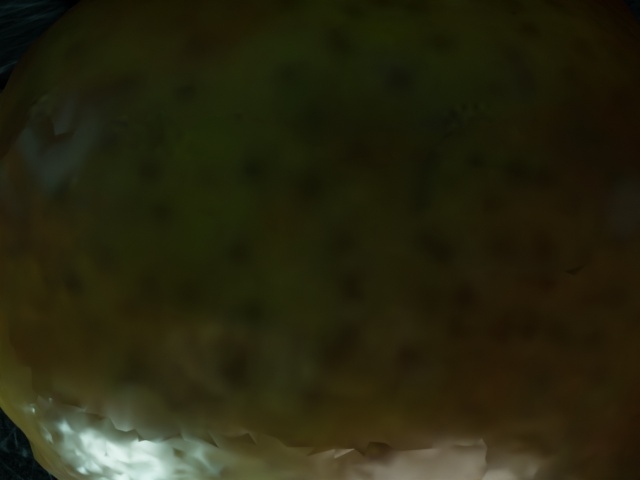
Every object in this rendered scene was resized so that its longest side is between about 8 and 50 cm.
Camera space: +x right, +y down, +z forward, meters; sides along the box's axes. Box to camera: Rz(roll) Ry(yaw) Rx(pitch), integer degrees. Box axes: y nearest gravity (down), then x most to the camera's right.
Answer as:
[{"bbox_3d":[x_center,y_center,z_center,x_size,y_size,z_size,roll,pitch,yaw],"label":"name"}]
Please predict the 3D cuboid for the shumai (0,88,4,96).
[{"bbox_3d":[-0.386,0.025,0.796,0.314,0.262,0.267,-23,-170,-23],"label":"shumai"}]

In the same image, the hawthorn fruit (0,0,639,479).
[{"bbox_3d":[0.000,0.000,0.571,0.472,0.471,0.472,-19,-169,4],"label":"hawthorn fruit"}]
